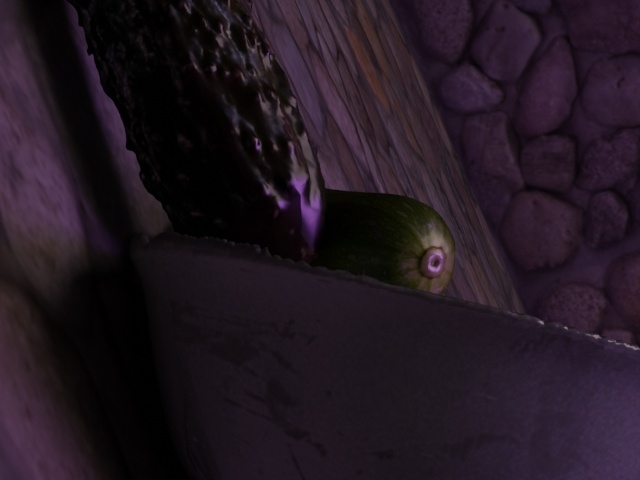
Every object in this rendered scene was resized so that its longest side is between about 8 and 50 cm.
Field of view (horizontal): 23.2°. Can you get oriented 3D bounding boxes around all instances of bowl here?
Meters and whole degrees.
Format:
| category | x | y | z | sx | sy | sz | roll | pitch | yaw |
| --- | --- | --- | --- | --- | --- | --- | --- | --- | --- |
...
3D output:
| category | x | y | z | sx | sy | sz | roll | pitch | yaw |
| --- | --- | --- | --- | --- | --- | --- | --- | --- | --- |
| bowl | 0.044 | 0.110 | 0.723 | 0.313 | 0.313 | 0.146 | 34 | 70 | -70 |

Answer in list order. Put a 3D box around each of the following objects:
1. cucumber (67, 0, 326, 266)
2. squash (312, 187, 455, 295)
| category | x | y | z | sx | sy | sz | roll | pitch | yaw |
| --- | --- | --- | --- | --- | --- | --- | --- | --- | --- |
| cucumber | -0.089 | -0.133 | 0.807 | 0.359 | 0.096 | 0.096 | 67 | 11 | 19 |
| squash | 0.000 | 0.000 | 0.850 | 0.229 | 0.066 | 0.066 | 15 | -44 | 62 |
